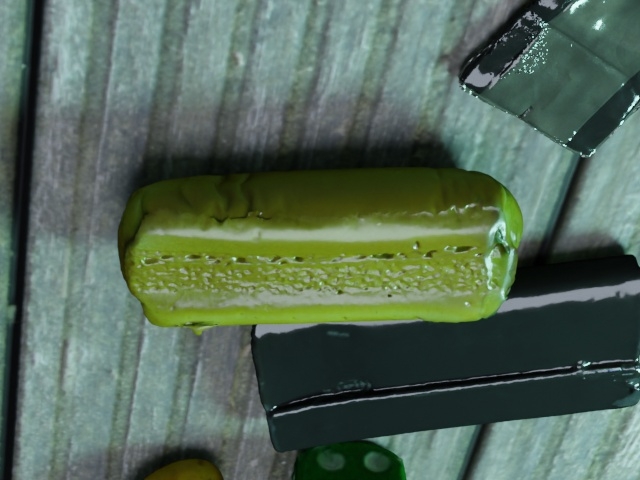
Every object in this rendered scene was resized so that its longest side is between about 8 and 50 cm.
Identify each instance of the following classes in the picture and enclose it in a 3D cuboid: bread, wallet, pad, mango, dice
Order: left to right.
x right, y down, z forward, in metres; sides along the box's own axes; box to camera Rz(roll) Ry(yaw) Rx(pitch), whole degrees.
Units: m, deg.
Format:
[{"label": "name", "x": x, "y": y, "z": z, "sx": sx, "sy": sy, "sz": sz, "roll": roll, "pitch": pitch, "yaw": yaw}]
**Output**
[{"label": "mango", "x": -0.172, "y": 0.321, "z": 1.905, "sx": 0.115, "sy": 0.090, "sz": 0.178, "roll": -1, "pitch": 132, "yaw": -18}, {"label": "bread", "x": 0.000, "y": 0.000, "z": 1.594, "sx": 0.383, "sy": 0.112, "sz": 0.166, "roll": -2, "pitch": 132, "yaw": -2}, {"label": "dice", "x": 0.029, "y": 0.306, "z": 1.887, "sx": 0.128, "sy": 0.120, "sz": 0.131, "roll": 3, "pitch": 131, "yaw": -6}, {"label": "wallet", "x": 0.136, "y": 0.123, "z": 1.759, "sx": 0.406, "sy": 0.062, "sz": 0.228, "roll": -7, "pitch": 134, "yaw": 1}, {"label": "pad", "x": 0.257, "y": -0.181, "z": 1.507, "sx": 0.174, "sy": 0.022, "sz": 0.233, "roll": 27, "pitch": 125, "yaw": -27}]
